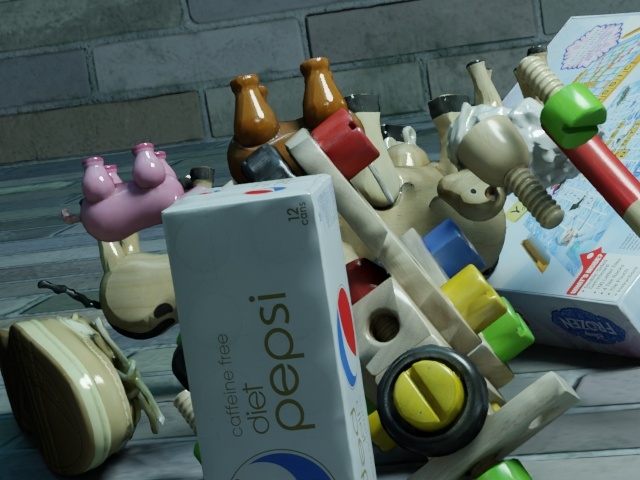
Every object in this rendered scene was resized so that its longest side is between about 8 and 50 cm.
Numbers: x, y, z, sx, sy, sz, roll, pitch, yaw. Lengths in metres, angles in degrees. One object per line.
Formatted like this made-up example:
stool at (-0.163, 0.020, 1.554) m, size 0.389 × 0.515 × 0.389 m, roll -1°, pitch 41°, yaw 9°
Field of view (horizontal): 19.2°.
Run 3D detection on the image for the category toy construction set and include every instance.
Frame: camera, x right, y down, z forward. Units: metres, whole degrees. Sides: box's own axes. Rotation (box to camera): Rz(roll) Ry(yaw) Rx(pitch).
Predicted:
toy construction set at (0.093, 0.054, 1.098) m, size 0.309 × 0.257 × 0.237 m, roll -29°, pitch 60°, yaw -18°

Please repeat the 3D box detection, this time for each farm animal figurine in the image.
farm animal figurine at (0.000, 0.000, 1.341) m, size 0.326 × 0.172 × 0.330 m, roll -8°, pitch -11°, yaw -26°

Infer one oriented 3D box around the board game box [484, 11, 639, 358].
board game box at (0.227, -0.055, 1.479) m, size 0.319 × 0.066 × 0.318 m, roll -49°, pitch 27°, yaw -20°

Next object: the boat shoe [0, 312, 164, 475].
boat shoe at (-0.166, 0.093, 1.322) m, size 0.089 × 0.105 × 0.285 m, roll -15°, pitch 10°, yaw -16°

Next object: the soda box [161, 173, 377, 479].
soda box at (-0.018, 0.081, 0.894) m, size 0.074 × 0.216 × 0.069 m, roll -7°, pitch 8°, yaw 9°
